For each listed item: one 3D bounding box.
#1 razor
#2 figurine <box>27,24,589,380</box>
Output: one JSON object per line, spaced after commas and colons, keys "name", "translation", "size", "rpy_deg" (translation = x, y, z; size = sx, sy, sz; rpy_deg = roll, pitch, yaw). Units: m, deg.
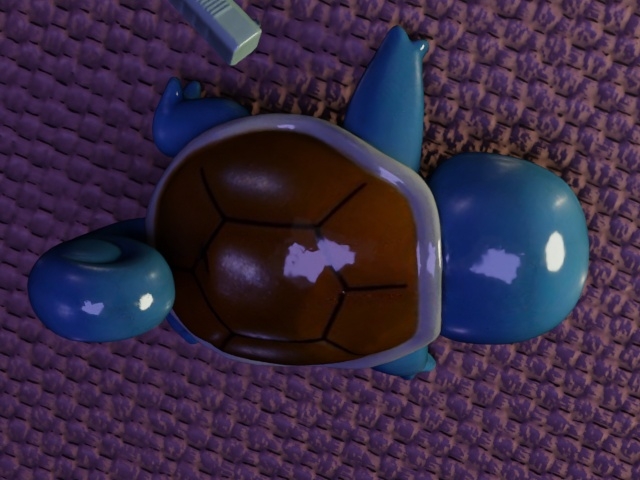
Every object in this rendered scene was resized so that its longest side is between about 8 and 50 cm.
{"name": "razor", "translation": [-0.140, -0.234, 1.373], "size": [0.278, 0.056, 0.111], "rpy_deg": [53, 157, 14]}
{"name": "figurine", "translation": [-0.015, -0.009, 1.466], "size": [0.416, 0.243, 0.297], "rpy_deg": [-4, 104, -10]}
